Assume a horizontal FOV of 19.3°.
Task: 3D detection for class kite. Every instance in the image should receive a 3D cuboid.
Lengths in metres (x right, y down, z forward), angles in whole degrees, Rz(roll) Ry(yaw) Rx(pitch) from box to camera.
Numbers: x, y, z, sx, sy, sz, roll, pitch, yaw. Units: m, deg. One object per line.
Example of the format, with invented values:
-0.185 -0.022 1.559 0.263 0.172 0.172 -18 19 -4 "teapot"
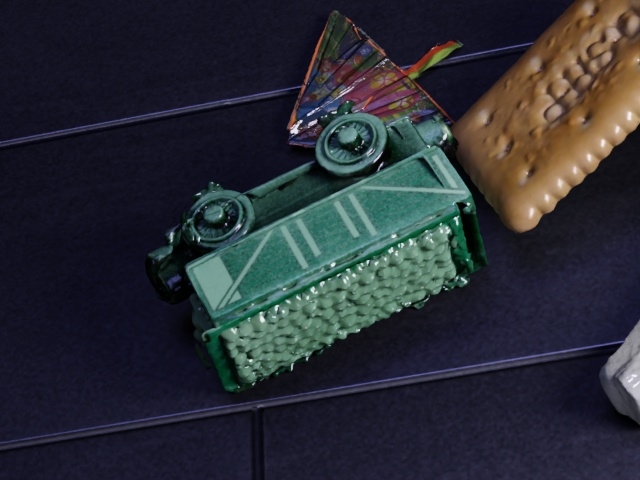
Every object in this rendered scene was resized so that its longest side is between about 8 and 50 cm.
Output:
0.053 -0.120 1.627 0.183 0.014 0.241 -34 50 -17 "kite"

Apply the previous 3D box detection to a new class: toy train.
0.000 0.000 1.481 0.269 0.115 0.154 -26 57 -6 "toy train"

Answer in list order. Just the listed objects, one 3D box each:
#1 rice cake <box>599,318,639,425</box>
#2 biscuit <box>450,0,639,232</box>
0.290 0.030 1.403 0.052 0.057 0.256 10 52 47 "rice cake"
0.208 -0.131 1.482 0.250 0.030 0.160 -46 35 13 "biscuit"
